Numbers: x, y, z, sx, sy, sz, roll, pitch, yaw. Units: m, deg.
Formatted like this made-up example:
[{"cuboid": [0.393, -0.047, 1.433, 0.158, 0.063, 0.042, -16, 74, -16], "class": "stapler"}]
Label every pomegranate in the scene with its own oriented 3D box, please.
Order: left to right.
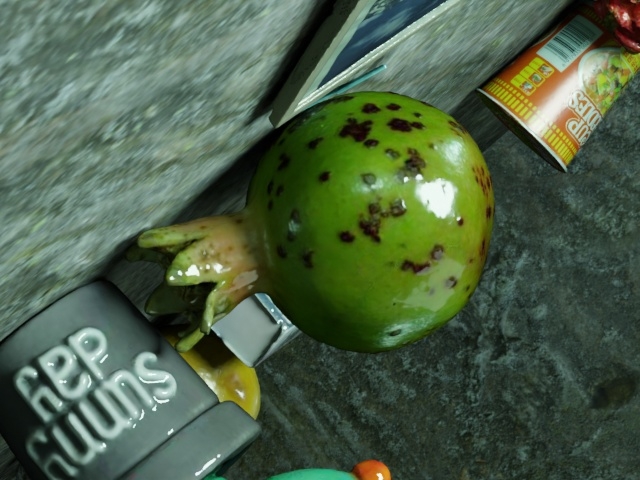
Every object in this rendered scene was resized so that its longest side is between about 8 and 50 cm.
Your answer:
[{"cuboid": [0.012, -0.004, 0.923, 0.286, 0.231, 0.231, -21, 164, -40], "class": "pomegranate"}]

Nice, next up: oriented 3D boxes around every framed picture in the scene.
[{"cuboid": [0.090, -0.196, 0.814, 0.281, 0.019, 0.209, -37, 175, -26], "class": "framed picture"}]

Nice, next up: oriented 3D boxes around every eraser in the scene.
[{"cuboid": [-0.040, 0.047, 1.427, 0.086, 0.130, 0.287, -46, 171, 29], "class": "eraser"}]

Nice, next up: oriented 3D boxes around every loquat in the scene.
[{"cuboid": [-0.177, 0.200, 1.452, 0.213, 0.213, 0.213, -39, 175, -4], "class": "loquat"}]

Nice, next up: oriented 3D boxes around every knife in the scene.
[{"cuboid": [0.016, -0.118, 0.886, 0.091, 0.005, 0.014, -22, -163, 36], "class": "knife"}]

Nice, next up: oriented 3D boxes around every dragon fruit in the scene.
[{"cuboid": [0.442, -0.329, 1.511, 0.160, 0.167, 0.172, -1, -173, -2], "class": "dragon fruit"}]

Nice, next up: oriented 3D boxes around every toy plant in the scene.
[{"cuboid": [-0.113, 0.231, 0.924, 0.185, 0.400, 0.279, -45, 172, 38], "class": "toy plant"}]

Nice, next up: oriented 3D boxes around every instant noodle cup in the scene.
[{"cuboid": [0.367, -0.239, 1.698, 0.212, 0.193, 0.193, -47, 174, 5], "class": "instant noodle cup"}]

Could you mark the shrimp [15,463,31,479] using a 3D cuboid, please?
[{"cuboid": [-0.376, 0.296, 1.585, 0.065, 0.056, 0.165, -27, 165, -41], "class": "shrimp"}]
